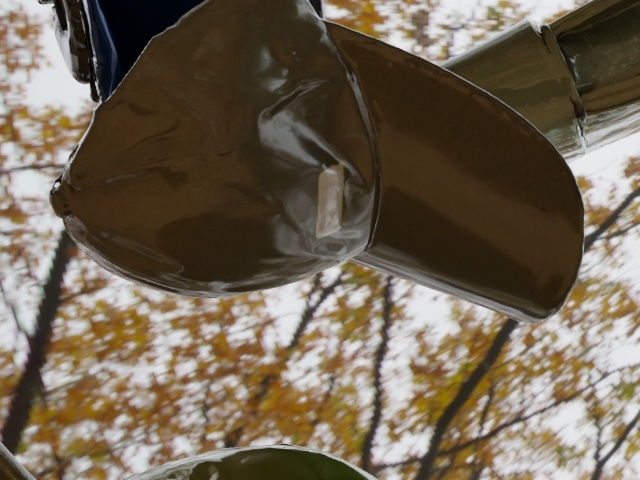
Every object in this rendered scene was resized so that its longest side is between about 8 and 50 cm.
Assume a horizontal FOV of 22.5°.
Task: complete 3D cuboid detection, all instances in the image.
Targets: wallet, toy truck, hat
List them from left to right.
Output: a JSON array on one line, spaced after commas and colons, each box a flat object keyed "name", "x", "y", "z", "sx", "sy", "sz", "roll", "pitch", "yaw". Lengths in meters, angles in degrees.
[{"name": "toy truck", "x": -0.073, "y": -0.144, "z": 0.755, "sx": 0.208, "sy": 0.113, "sz": 0.126, "roll": -121, "pitch": -154, "yaw": -47}, {"name": "hat", "x": 0.000, "y": 0.000, "z": 0.634, "sx": 0.173, "sy": 0.144, "sz": 0.166, "roll": 40, "pitch": -32, "yaw": 13}, {"name": "wallet", "x": 0.085, "y": -0.062, "z": 0.841, "sx": 0.309, "sy": 0.223, "sz": 0.077, "roll": -23, "pitch": -92, "yaw": 4}]

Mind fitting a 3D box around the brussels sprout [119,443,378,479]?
[{"name": "brussels sprout", "x": -0.025, "y": 0.147, "z": 0.632, "sx": 0.183, "sy": 0.131, "sz": 0.145, "roll": 42, "pitch": -92, "yaw": -26}]

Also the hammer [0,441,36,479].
[{"name": "hammer", "x": -0.368, "y": 0.183, "z": 1.620, "sx": 0.440, "sy": 0.044, "sz": 0.168, "roll": 47, "pitch": -70, "yaw": 1}]
